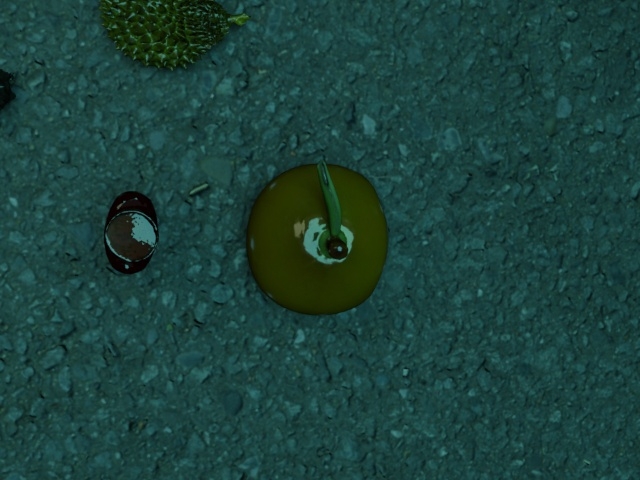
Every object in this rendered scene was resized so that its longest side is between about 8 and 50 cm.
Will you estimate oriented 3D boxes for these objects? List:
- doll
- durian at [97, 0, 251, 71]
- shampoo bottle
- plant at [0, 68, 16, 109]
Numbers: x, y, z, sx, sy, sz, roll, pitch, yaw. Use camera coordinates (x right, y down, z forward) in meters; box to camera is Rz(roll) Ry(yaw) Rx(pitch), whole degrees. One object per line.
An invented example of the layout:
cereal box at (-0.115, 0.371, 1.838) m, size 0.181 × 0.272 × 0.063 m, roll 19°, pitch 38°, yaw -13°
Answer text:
doll at (0.000, 0.000, 1.126) m, size 0.214 × 0.236 × 0.213 m, roll 0°, pitch 92°, yaw -7°
durian at (-0.195, -0.305, 1.140) m, size 0.208 × 0.102 × 0.146 m, roll 3°, pitch 86°, yaw -17°
shampoo bottle at (-0.239, -0.012, 1.059) m, size 0.064 × 0.260 × 0.102 m, roll 6°, pitch 92°, yaw -14°
plant at (-0.489, -0.196, 1.092) m, size 0.174 × 0.087 × 0.085 m, roll 3°, pitch 62°, yaw -18°
